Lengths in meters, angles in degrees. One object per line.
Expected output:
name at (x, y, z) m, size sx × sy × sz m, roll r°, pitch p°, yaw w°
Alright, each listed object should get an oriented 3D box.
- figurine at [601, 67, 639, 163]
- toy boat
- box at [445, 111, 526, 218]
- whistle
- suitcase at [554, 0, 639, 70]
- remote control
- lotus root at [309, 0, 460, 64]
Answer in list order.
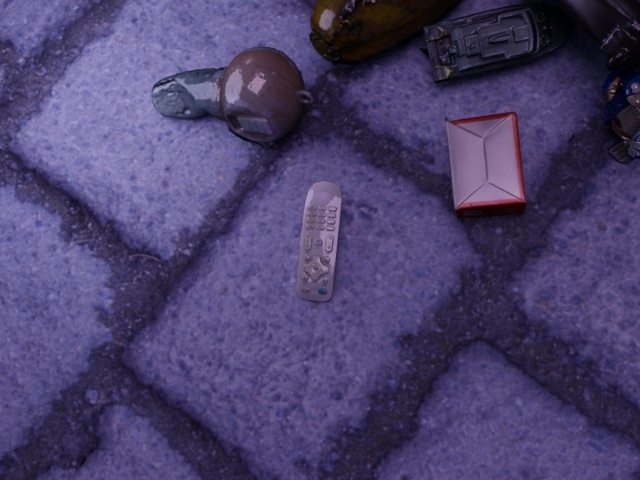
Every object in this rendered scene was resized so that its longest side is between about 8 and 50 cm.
figurine at (0.561, -0.228, 1.456) m, size 0.121 × 0.262 × 0.164 m, roll -15°, pitch 89°, yaw 13°
toy boat at (0.344, -0.385, 1.589) m, size 0.296 × 0.122 × 0.114 m, roll -13°, pitch 100°, yaw 2°
box at (0.306, -0.137, 1.546) m, size 0.133 × 0.099 × 0.182 m, roll -7°, pitch 77°, yaw 9°
whistle at (-0.168, -0.290, 1.620) m, size 0.348 × 0.189 × 0.189 m, roll 5°, pitch 77°, yaw 23°
suitcase at (0.542, -0.479, 1.495) m, size 0.339 × 0.188 × 0.345 m, roll -19°, pitch 61°, yaw -43°
remote control at (0.000, 0.000, 1.581) m, size 0.073 × 0.044 × 0.229 m, roll 4°, pitch 85°, yaw 12°
lotus root at (0.153, -0.485, 1.603) m, size 0.397 × 0.196 × 0.179 m, roll -37°, pitch 80°, yaw -3°
